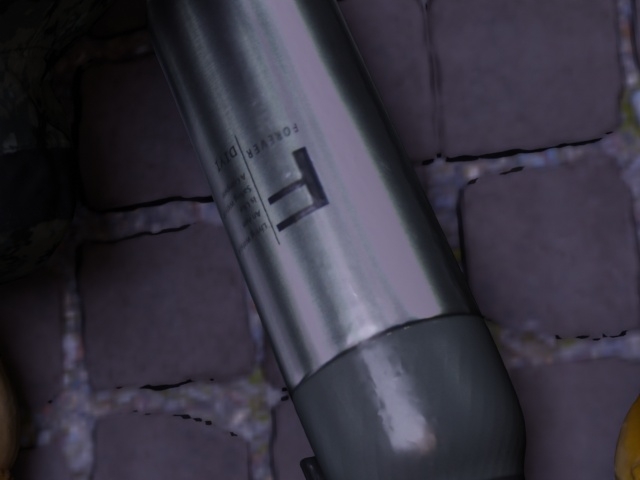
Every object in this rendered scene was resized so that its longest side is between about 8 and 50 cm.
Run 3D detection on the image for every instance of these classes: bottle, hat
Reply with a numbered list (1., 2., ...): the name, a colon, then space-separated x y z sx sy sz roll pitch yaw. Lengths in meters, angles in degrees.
1. bottle: 0.000 0.000 0.621 0.096 0.079 0.254 -39 64 34
2. hat: -0.165 -0.038 0.614 0.265 0.265 0.128 -17 89 16

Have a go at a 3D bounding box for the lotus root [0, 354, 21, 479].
1. lotus root: -0.174 0.055 0.678 0.073 0.062 0.150 -40 67 6

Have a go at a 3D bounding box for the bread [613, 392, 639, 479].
1. bread: 0.241 0.051 0.494 0.311 0.121 0.173 -25 70 14
